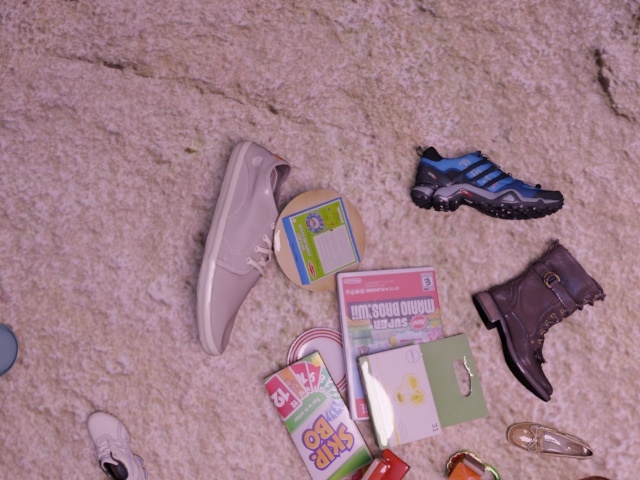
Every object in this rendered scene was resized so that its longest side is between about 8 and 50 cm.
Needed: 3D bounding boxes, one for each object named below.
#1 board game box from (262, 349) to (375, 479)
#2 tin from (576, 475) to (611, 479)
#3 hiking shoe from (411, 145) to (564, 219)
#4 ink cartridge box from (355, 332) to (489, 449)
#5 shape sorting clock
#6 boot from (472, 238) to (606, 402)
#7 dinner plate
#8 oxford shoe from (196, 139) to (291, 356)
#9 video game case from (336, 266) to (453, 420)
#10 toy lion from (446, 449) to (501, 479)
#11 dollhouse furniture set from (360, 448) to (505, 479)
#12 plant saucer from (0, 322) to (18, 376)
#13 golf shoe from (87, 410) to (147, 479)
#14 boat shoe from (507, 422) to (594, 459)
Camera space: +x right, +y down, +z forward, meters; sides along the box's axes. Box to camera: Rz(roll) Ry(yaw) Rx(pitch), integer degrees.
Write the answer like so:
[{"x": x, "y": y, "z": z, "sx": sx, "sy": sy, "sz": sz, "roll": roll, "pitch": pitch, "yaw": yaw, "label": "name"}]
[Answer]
[{"x": 0.001, "y": 0.359, "z": 1.163, "sx": 0.124, "sy": 0.039, "sz": 0.259, "roll": -28, "pitch": 86, "yaw": 0, "label": "board game box"}, {"x": 0.480, "y": 0.506, "z": 1.105, "sx": 0.189, "sy": 0.040, "sz": 0.106, "roll": -18, "pitch": 73, "yaw": 1, "label": "tin"}, {"x": 0.340, "y": -0.121, "z": 1.206, "sx": 0.304, "sy": 0.113, "sz": 0.132, "roll": 8, "pitch": 80, "yaw": 6, "label": "hiking shoe"}, {"x": 0.199, "y": 0.280, "z": 1.129, "sx": 0.235, "sy": 0.056, "sz": 0.171, "roll": -11, "pitch": 79, "yaw": -8, "label": "ink cartridge box"}, {"x": 0.000, "y": 0.000, "z": 1.209, "sx": 0.206, "sy": 0.040, "sz": 0.206, "roll": 0, "pitch": 90, "yaw": -30, "label": "shape sorting clock"}, {"x": 0.448, "y": 0.150, "z": 1.153, "sx": 0.229, "sy": 0.091, "sz": 0.263, "roll": -27, "pitch": 75, "yaw": -1, "label": "boot"}, {"x": 0.003, "y": 0.248, "z": 1.205, "sx": 0.141, "sy": 0.017, "sz": 0.141, "roll": -1, "pitch": 78, "yaw": 4, "label": "dinner plate"}, {"x": -0.150, "y": 0.010, "z": 1.197, "sx": 0.130, "sy": 0.169, "sz": 0.450, "roll": 10, "pitch": 74, "yaw": 5, "label": "oxford shoe"}, {"x": 0.145, "y": 0.199, "z": 1.180, "sx": 0.204, "sy": 0.025, "sz": 0.285, "roll": -4, "pitch": 78, "yaw": -9, "label": "video game case"}, {"x": 0.292, "y": 0.450, "z": 1.135, "sx": 0.100, "sy": 0.034, "sz": 0.096, "roll": -4, "pitch": 70, "yaw": 3, "label": "toy lion"}, {"x": 0.191, "y": 0.494, "z": 1.052, "sx": 0.259, "sy": 0.135, "sz": 0.262, "roll": 34, "pitch": 87, "yaw": 21, "label": "dollhouse furniture set"}, {"x": -0.691, "y": 0.234, "z": 1.261, "sx": 0.119, "sy": 0.021, "sz": 0.119, "roll": -1, "pitch": 78, "yaw": 5, "label": "plant saucer"}, {"x": -0.409, "y": 0.411, "z": 1.170, "sx": 0.069, "sy": 0.086, "sz": 0.176, "roll": -40, "pitch": 77, "yaw": -2, "label": "golf shoe"}, {"x": 0.434, "y": 0.382, "z": 1.126, "sx": 0.153, "sy": 0.048, "sz": 0.056, "roll": 15, "pitch": 80, "yaw": 7, "label": "boat shoe"}]
